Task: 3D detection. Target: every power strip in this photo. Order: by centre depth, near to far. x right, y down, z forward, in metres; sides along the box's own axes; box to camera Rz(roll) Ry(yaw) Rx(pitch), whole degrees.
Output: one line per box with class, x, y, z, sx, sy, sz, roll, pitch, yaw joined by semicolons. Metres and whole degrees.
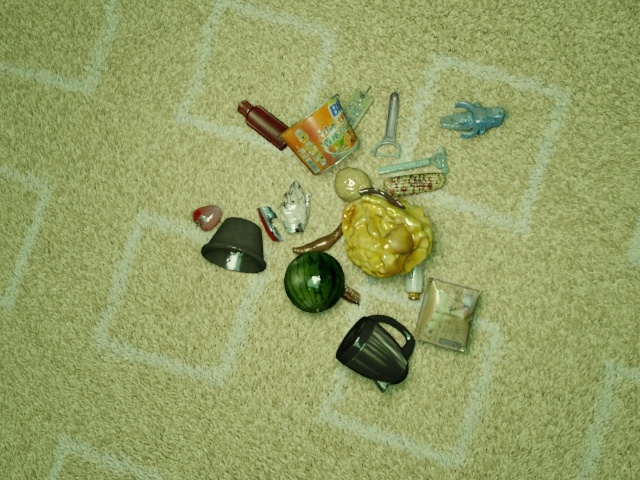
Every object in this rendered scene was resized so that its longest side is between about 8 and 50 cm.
power strip;0.138;-0.538;1.942;0.092;0.034;0.268;34;90;6

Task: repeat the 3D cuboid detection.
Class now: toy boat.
toy boat;-0.203;-0.070;1.922;0.058;0.069;0.173;-28;80;11

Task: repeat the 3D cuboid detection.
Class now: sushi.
sushi;0.119;0.223;1.888;0.120;0.055;0.052;30;78;-5

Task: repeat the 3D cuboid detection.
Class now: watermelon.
watermelon;-0.024;0.162;1.811;0.241;0.242;0.243;0;86;5

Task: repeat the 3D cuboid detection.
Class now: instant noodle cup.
instant noodle cup;0.004;-0.403;1.819;0.296;0.296;0.214;-35;104;2

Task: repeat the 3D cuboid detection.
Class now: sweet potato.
sweet potato;0.007;0.007;1.909;0.255;0.058;0.078;-29;64;-2

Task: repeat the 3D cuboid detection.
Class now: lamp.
lamp;0.275;0.142;1.857;0.198;0.056;0.050;-11;84;23

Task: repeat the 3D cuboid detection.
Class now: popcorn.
popcorn;0.246;-0.039;1.745;0.348;0.349;0.382;-24;122;3

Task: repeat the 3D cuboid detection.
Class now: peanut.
peanut;0.132;-0.224;1.884;0.158;0.109;0.141;13;116;16

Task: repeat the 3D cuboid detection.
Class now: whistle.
whistle;0.622;-0.490;1.873;0.268;0.093;0.180;-4;62;5

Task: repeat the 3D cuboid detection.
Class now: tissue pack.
tissue pack;0.500;0.293;1.818;0.214;0.123;0.257;14;87;7

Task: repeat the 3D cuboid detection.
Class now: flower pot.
flower pot;-0.334;0.011;1.863;0.268;0.269;0.167;7;66;5

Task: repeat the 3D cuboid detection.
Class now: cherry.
cherry;-0.473;-0.092;1.939;0.126;0.087;0.106;-15;84;-15

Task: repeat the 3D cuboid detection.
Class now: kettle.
kettle;0.229;0.445;1.816;0.271;0.251;0.207;38;121;-2

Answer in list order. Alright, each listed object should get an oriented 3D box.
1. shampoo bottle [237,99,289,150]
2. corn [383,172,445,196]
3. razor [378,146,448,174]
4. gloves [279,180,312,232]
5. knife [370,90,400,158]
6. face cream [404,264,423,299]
shampoo bottle;-0.236;-0.494;1.954;0.260;0.064;0.102;38;88;6
corn;0.382;-0.229;1.880;0.252;0.086;0.086;-7;86;2
razor;0.377;-0.309;1.898;0.277;0.056;0.111;-10;87;4
gloves;-0.104;-0.142;1.904;0.127;0.111;0.213;-1;94;9
knife;0.283;-0.477;1.918;0.123;0.053;0.279;8;86;10
face cream;0.378;0.149;1.871;0.072;0.051;0.183;0;85;10
